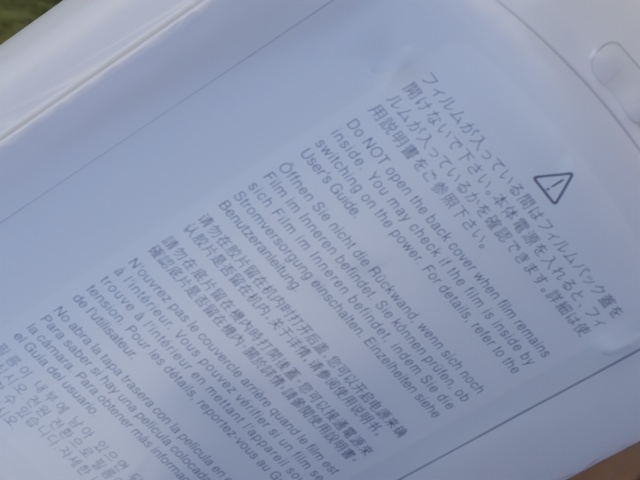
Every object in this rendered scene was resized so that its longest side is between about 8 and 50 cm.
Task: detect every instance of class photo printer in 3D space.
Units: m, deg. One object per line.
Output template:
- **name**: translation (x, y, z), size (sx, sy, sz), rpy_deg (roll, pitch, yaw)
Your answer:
- **photo printer**: translation (0.000, 0.000, 0.639), size (0.307, 0.256, 0.107), rpy_deg (-32, 27, 20)
